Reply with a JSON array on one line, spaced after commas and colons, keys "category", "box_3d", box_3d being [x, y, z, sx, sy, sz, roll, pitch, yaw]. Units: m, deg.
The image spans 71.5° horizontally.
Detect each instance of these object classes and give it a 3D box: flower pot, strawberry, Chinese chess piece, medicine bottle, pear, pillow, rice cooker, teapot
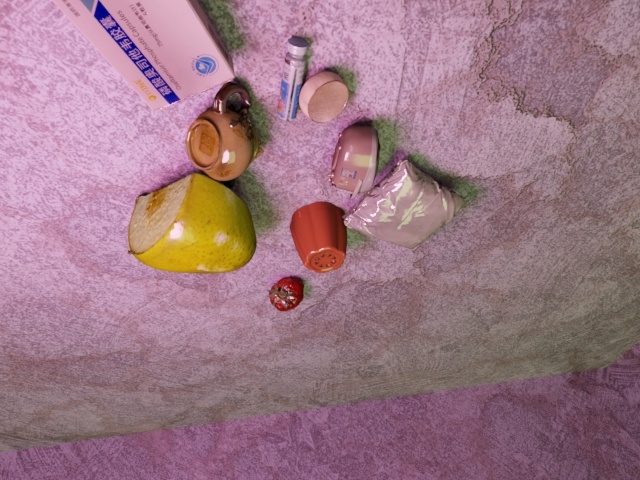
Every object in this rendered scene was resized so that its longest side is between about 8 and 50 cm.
[{"category": "flower pot", "box_3d": [0.000, 0.000, 1.408, 0.191, 0.173, 0.190, -5, 139, -4]}, {"category": "strawberry", "box_3d": [-0.121, 0.196, 1.672, 0.131, 0.148, 0.131, 4, 105, 14]}, {"category": "Chinese chess piece", "box_3d": [0.008, -0.343, 1.067, 0.122, 0.051, 0.122, -25, 149, -16]}, {"category": "medicine bottle", "box_3d": [-0.067, -0.372, 1.043, 0.051, 0.051, 0.191, 2, 138, -15]}, {"category": "pear", "box_3d": [-0.323, -0.012, 1.216, 0.318, 0.238, 0.343, 23, 157, -40]}, {"category": "pillow", "box_3d": [0.270, -0.097, 1.378, 0.310, 0.138, 0.283, 20, 131, -28]}, {"category": "rice cooker", "box_3d": [0.093, -0.213, 1.199, 0.127, 0.145, 0.206, 13, 140, -8]}, {"category": "teapot", "box_3d": [-0.219, -0.249, 1.094, 0.183, 0.173, 0.269, -16, 129, -53]}]

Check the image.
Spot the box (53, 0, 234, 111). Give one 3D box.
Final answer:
[{"category": "box", "box_3d": [-0.324, -0.405, 0.821, 0.200, 0.065, 0.343, -20, 151, 9]}]
